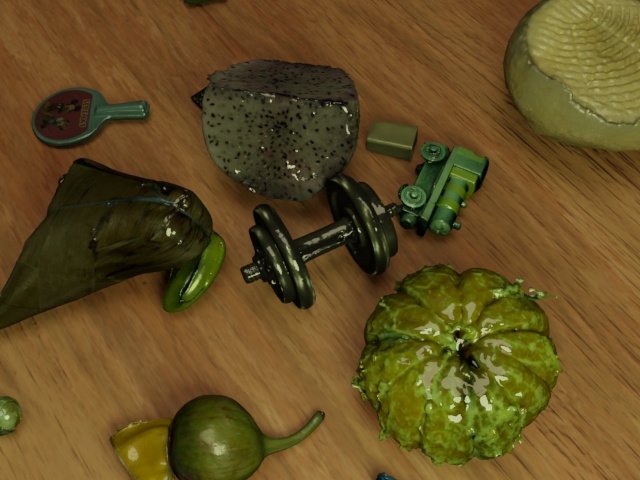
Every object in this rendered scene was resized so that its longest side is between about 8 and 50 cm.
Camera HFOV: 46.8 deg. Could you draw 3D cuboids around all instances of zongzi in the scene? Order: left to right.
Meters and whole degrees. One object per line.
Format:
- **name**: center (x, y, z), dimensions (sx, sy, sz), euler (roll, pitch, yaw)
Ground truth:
- **zongzi**: center (-0.376, 0.043, 1.227), dimensions (0.323, 0.160, 0.360), euler (13, 60, 36)

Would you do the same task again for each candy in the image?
- **candy**: center (-0.570, 0.260, 1.199), dimensions (0.203, 0.061, 0.061), euler (16, 61, 20)

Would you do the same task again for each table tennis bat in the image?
- **table tennis bat**: center (-0.469, -0.257, 1.510), dimensions (0.245, 0.040, 0.152), euler (-4, 58, 4)

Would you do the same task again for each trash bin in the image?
- **trash bin**: center (0.140, -0.198, 1.451), dimensions (0.092, 0.043, 0.060), euler (13, 60, 10)

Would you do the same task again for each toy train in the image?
- **toy train**: center (0.221, -0.092, 1.364), dimensions (0.132, 0.083, 0.200), euler (22, 63, 11)

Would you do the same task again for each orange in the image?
- **orange**: center (0.207, 0.192, 1.115), dimensions (0.300, 0.223, 0.301), euler (4, 62, 17)

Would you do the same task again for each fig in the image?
- **fig**: center (-0.107, 0.304, 1.133), dimensions (0.245, 0.149, 0.149), euler (1, 57, -20)

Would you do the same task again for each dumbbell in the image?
- **dumbbell**: center (0.000, 0.000, 1.251), dimensions (0.290, 0.192, 0.192), euler (-24, 61, -12)

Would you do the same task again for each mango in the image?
- **mango**: center (-0.222, 0.055, 1.292), dimensions (0.091, 0.074, 0.165), euler (13, 72, 46)

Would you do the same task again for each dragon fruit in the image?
- **dragon fruit**: center (-0.065, -0.211, 1.383), dimensions (0.283, 0.203, 0.221), euler (9, 32, 4)

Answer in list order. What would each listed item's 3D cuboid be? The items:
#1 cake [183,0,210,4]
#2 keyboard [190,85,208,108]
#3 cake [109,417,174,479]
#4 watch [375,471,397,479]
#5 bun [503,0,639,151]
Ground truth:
- **cake**: center (-0.256, -0.633, 1.614), dimensions (0.099, 0.235, 0.100), euler (-6, 60, -12)
- **keyboard**: center (-0.180, -0.248, 1.506), dimensions (0.061, 0.013, 0.204), euler (-38, 65, -18)
- **cake**: center (-0.273, 0.353, 1.113), dimensions (0.116, 0.079, 0.184), euler (0, 63, -2)
- **watch**: center (0.198, 0.485, 1.036), dimensions (0.275, 0.068, 0.276), euler (4, 60, 9)
- **bun**: center (0.519, -0.304, 1.412), dimensions (0.365, 0.202, 0.364), euler (3, 59, -5)
